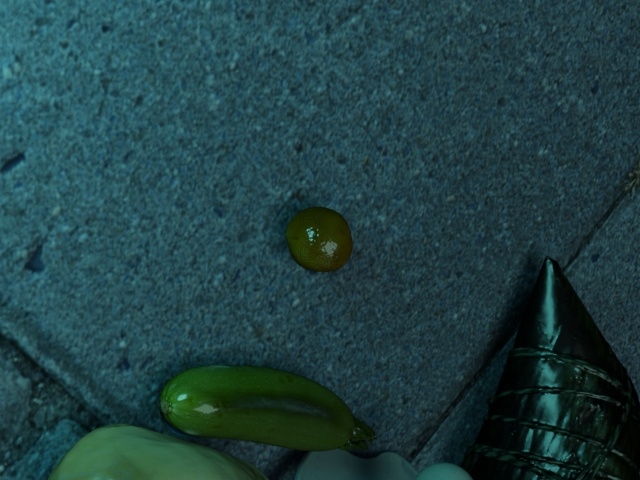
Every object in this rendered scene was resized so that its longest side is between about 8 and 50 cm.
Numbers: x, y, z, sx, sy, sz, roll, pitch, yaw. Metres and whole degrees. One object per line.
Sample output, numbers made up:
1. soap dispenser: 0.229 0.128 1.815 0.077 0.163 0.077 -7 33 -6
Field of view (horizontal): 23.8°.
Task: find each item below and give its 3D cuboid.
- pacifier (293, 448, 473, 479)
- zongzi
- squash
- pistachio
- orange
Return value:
1. pacifier: 0.098 0.350 1.877 0.287 0.238 0.226 19 140 -41
2. zongzi: 0.313 0.229 2.035 0.383 0.319 0.362 -52 130 -36
3. squash: -0.050 0.195 1.768 0.341 0.094 0.094 15 101 -43
4. pistachio: -0.172 0.289 1.648 0.299 0.187 0.187 14 102 -53
5. orange: 0.000 0.000 1.715 0.085 0.085 0.085 -20 124 -34
